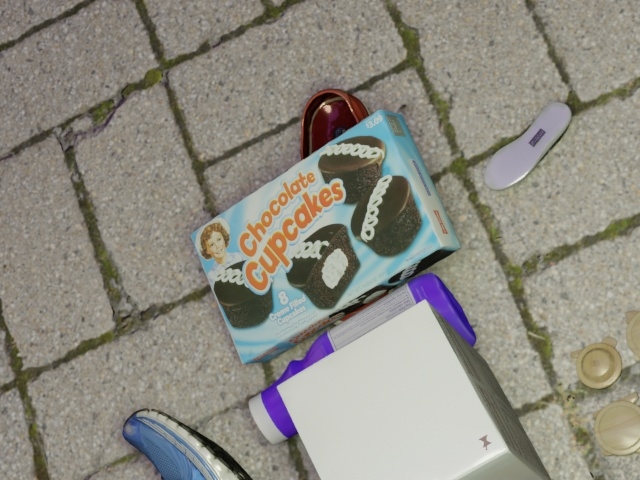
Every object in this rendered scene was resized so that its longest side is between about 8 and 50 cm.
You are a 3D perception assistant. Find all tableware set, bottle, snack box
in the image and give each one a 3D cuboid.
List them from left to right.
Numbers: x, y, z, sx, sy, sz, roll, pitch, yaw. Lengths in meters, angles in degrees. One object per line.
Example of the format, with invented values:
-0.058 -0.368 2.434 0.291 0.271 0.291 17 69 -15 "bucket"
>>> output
0.000 0.000 1.946 0.322 0.060 0.187 -32 72 28 "snack box"
0.047 0.152 1.930 0.283 0.118 0.092 -32 48 9 "bottle"
0.373 0.166 1.856 0.141 0.020 0.168 -24 66 14 "tableware set"

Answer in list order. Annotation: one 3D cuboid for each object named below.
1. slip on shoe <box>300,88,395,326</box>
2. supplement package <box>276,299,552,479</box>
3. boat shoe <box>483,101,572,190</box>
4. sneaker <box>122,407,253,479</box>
0.025 -0.043 2.019 0.123 0.101 0.331 -10 70 16 "slip on shoe"
0.115 0.228 1.796 0.199 0.263 0.198 -31 64 8 "supplement package"
0.263 -0.113 1.985 0.142 0.040 0.049 -45 71 2 "boat shoe"
-0.145 0.337 1.935 0.147 0.130 0.330 -45 63 -2 "sneaker"
